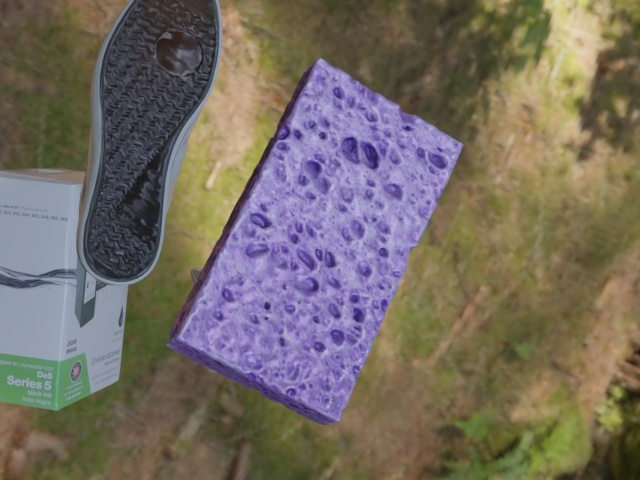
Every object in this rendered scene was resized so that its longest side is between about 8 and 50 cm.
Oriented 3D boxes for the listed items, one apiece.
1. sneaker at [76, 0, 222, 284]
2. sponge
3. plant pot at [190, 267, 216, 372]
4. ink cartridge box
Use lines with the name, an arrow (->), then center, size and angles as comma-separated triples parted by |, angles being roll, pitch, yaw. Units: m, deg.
sneaker -> -0.170, -0.103, 1.127 | 0.123, 0.106, 0.290 | 174, -68, -76
sponge -> 0.000, 0.000, 0.783 | 0.210, 0.117, 0.031 | -65, -165, -19
plant pot -> -0.097, 0.099, 1.443 | 0.109, 0.109, 0.096 | 3, 110, -14
ink cartridge box -> -0.324, 0.052, 1.518 | 0.198, 0.115, 0.273 | -19, 116, -76
